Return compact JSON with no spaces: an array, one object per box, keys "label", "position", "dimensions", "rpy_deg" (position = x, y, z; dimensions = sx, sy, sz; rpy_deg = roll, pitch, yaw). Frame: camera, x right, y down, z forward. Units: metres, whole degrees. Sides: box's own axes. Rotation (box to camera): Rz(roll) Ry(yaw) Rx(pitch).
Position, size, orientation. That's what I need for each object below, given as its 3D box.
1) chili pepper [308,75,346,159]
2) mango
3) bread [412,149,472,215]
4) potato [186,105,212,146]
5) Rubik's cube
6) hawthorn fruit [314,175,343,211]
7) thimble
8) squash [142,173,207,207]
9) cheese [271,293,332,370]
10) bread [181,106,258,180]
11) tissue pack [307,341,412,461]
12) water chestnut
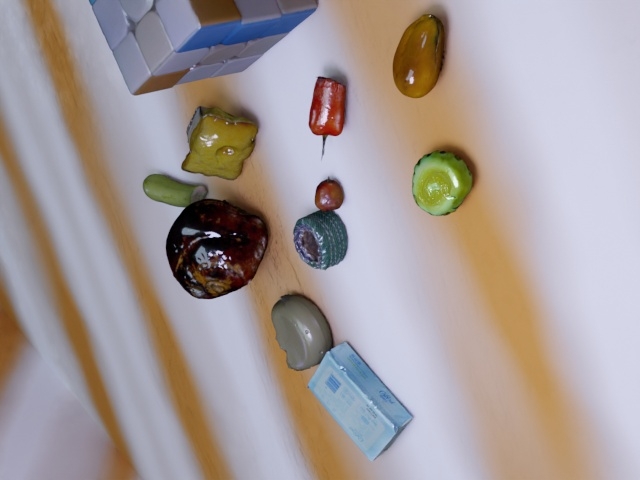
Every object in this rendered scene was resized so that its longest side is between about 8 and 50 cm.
[{"label":"chili pepper","position":[0.013,-0.272,1.728],"dimensions":[0.084,0.086,0.192],"rpy_deg":[12,110,12]},{"label":"mango","position":[0.195,-0.358,1.501],"dimensions":[0.105,0.084,0.159],"rpy_deg":[40,115,49]},{"label":"bread","position":[0.247,-0.116,1.564],"dimensions":[0.130,0.071,0.139],"rpy_deg":[29,126,31]},{"label":"potato","position":[-0.314,-0.297,2.071],"dimensions":[0.122,0.061,0.086],"rpy_deg":[-57,41,43]},{"label":"Rubik's cube","position":[-0.279,-0.565,1.705],"dimensions":[0.347,0.344,0.346],"rpy_deg":[-21,91,51]},{"label":"hawthorn fruit","position":[0.019,-0.105,1.817],"dimensions":[0.077,0.077,0.077],"rpy_deg":[23,124,39]},{"label":"thimble","position":[-0.002,-0.002,1.871],"dimensions":[0.118,0.090,0.135],"rpy_deg":[11,118,46]},{"label":"squash","position":[-0.436,-0.144,2.275],"dimensions":[0.250,0.083,0.083],"rpy_deg":[16,119,39]},{"label":"cheese","position":[-0.053,0.236,2.041],"dimensions":[0.175,0.091,0.202],"rpy_deg":[-24,89,50]},{"label":"bread","position":[-0.259,-0.254,1.992],"dimensions":[0.233,0.161,0.088],"rpy_deg":[129,138,-51]},{"label":"tissue pack","position":[0.098,0.411,1.967],"dimensions":[0.263,0.089,0.177],"rpy_deg":[45,137,19]},{"label":"water chestnut","position":[-0.277,0.016,2.064],"dimensions":[0.289,0.244,0.289],"rpy_deg":[15,116,34]}]
